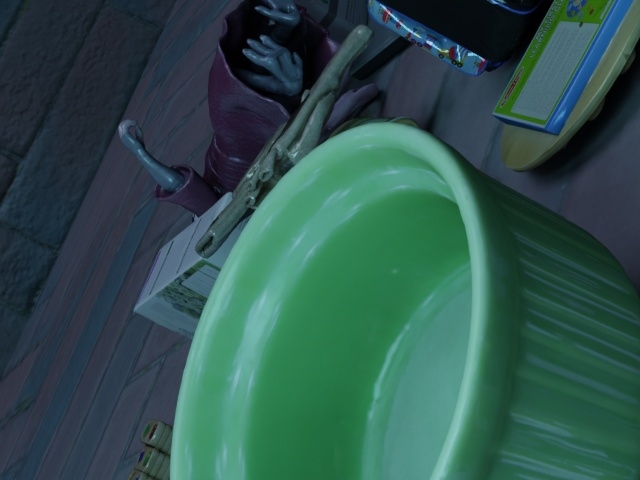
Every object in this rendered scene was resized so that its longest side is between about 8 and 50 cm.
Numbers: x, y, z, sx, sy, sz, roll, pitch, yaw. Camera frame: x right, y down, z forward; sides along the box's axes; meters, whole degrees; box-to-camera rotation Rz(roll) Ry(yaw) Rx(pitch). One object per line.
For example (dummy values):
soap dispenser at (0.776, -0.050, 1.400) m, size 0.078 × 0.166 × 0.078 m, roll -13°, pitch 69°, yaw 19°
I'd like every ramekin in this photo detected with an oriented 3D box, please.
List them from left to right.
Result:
ramekin at (0.051, 0.096, 0.888) m, size 0.303 × 0.148 × 0.303 m, roll -35°, pitch 44°, yaw 44°

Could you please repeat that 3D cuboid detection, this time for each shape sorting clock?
shape sorting clock at (0.199, -0.143, 1.152) m, size 0.206 × 0.040 × 0.206 m, roll -55°, pitch 17°, yaw 26°

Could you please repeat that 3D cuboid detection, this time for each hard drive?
hard drive at (0.084, -0.246, 1.731) m, size 0.135 × 0.022 × 0.094 m, roll -32°, pitch 33°, yaw 61°

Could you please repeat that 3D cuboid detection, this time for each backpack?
backpack at (0.140, -0.252, 1.336) m, size 0.173 × 0.158 × 0.117 m, roll -56°, pitch -9°, yaw -36°

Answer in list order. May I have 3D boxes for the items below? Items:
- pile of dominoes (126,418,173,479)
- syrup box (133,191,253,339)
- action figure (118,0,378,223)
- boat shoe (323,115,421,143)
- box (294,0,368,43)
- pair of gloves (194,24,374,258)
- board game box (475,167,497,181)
pile of dominoes at (-0.227, 0.322, 1.700) m, size 0.251 × 0.040 × 0.196 m, roll -64°, pitch 16°, yaw -12°
syrup box at (-0.127, 0.036, 1.778) m, size 0.237 × 0.093 × 0.096 m, roll -33°, pitch 32°, yaw 60°
action figure at (-0.072, -0.114, 1.819) m, size 0.248 × 0.276 × 0.370 m, roll -36°, pitch -28°, yaw -46°
boat shoe at (0.000, 0.000, 1.419) m, size 0.285 × 0.105 × 0.089 m, roll -62°, pitch 19°, yaw -14°
box at (-0.025, -0.328, 1.913) m, size 0.038 × 0.186 × 0.145 m, roll -52°, pitch 18°, yaw 31°
pair of gloves at (-0.030, -0.088, 1.475) m, size 0.204 × 0.042 × 0.240 m, roll -57°, pitch 5°, yaw -30°
board game box at (0.064, 0.023, 1.285) m, size 0.193 × 0.045 × 0.146 m, roll -25°, pitch 39°, yaw 65°
